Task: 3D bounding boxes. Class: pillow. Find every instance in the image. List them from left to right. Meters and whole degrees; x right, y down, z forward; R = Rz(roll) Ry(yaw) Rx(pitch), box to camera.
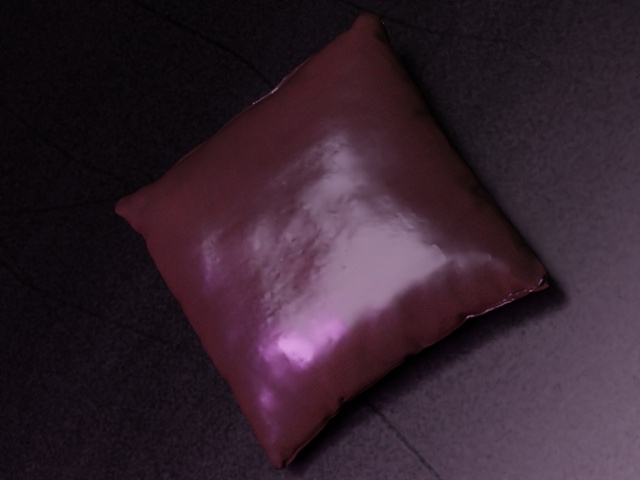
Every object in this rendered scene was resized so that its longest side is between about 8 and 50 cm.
[{"bbox_3d":[0.000,0.000,1.766,0.308,0.108,0.305,-36,69,12],"label":"pillow"}]
